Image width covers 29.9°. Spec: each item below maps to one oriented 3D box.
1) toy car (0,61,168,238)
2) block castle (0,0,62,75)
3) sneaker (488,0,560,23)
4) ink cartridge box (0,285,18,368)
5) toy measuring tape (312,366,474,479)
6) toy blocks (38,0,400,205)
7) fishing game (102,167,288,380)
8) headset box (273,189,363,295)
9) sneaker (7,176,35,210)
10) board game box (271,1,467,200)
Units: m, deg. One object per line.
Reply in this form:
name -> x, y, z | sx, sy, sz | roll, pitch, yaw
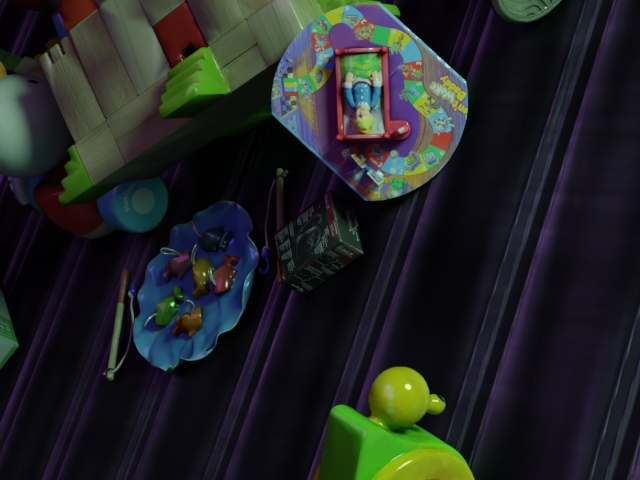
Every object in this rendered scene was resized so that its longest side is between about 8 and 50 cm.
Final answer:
toy car -> -0.296, -0.134, 1.324 | 0.219, 0.238, 0.210 | 11, 76, 50
block castle -> -0.438, -0.246, 1.378 | 0.213, 0.303, 0.453 | 22, 62, 18
sneaker -> 0.177, -0.286, 1.035 | 0.118, 0.083, 0.222 | 3, 76, 69
ink cartridge box -> -0.470, 0.106, 1.490 | 0.154, 0.093, 0.212 | -50, 41, 12
toy measuring tape -> 0.042, 0.246, 0.851 | 0.121, 0.121, 0.330 | 25, 109, 52
toy blocks -> -0.146, -0.235, 1.161 | 0.381, 0.191, 0.261 | -30, 81, 31
fishing game -> -0.133, 0.042, 1.195 | 0.264, 0.041, 0.189 | -27, 47, 36
headset box -> 0.000, 0.000, 1.076 | 0.083, 0.032, 0.062 | -37, 45, 27
sneaker -> -0.326, -0.128, 1.495 | 0.083, 0.071, 0.190 | -2, 66, 42
board game box -> 0.041, -0.118, 1.010 | 0.133, 0.169, 0.033 | -47, -2, 9
